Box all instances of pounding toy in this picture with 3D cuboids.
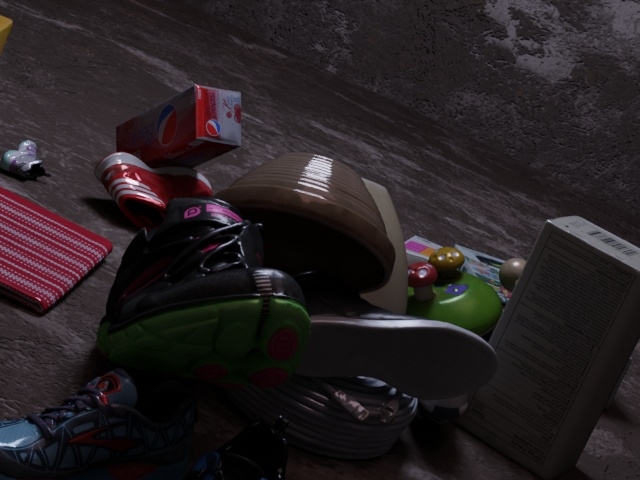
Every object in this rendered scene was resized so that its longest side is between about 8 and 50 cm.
[{"bbox_3d":[0.199,0.065,2.159,0.237,0.110,0.183,-9,24,6],"label":"pounding toy"}]

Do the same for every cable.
[{"bbox_3d":[-0.004,0.169,1.804,0.257,0.089,0.257,28,17,18],"label":"cable"}]

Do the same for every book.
[{"bbox_3d":[0.187,0.028,2.570,0.096,0.035,0.144,24,16,14],"label":"book"}]

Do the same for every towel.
[{"bbox_3d":[-0.396,0.008,1.895,0.199,0.031,0.275,26,19,2],"label":"towel"}]

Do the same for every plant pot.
[{"bbox_3d":[-0.017,-0.031,1.766,0.237,0.109,0.237,14,-23,6],"label":"plant pot"},{"bbox_3d":[0.000,0.000,2.004,0.284,0.191,0.284,16,-2,1],"label":"plant pot"}]

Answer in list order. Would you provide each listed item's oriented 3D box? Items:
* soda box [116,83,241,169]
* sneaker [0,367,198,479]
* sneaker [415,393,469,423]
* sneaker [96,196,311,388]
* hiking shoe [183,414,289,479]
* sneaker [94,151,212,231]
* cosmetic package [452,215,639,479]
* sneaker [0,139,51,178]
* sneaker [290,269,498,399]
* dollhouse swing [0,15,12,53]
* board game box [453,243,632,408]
[{"bbox_3d":[-0.226,-0.164,2.291,0.083,0.092,0.263,7,-15,-35],"label":"soda box"},{"bbox_3d":[-0.233,0.175,1.430,0.262,0.125,0.104,5,24,-46],"label":"sneaker"},{"bbox_3d":[0.146,0.193,1.931,0.094,0.091,0.258,11,-4,2],"label":"sneaker"},{"bbox_3d":[-0.140,0.047,1.579,0.185,0.202,0.483,13,-5,-21],"label":"sneaker"},{"bbox_3d":[-0.110,0.255,1.331,0.113,0.132,0.304,24,17,5],"label":"hiking shoe"},{"bbox_3d":[-0.239,-0.052,2.239,0.221,0.087,0.128,10,40,-44],"label":"sneaker"},{"bbox_3d":[0.317,0.139,1.925,0.160,0.309,0.113,32,20,24],"label":"cosmetic package"},{"bbox_3d":[-0.434,-0.115,2.212,0.069,0.038,0.098,26,27,5],"label":"sneaker"},{"bbox_3d":[0.067,0.104,1.749,0.296,0.104,0.147,10,25,-24],"label":"sneaker"},{"bbox_3d":[-0.652,-0.237,1.921,0.347,0.315,0.305,24,6,2],"label":"dollhouse swing"},{"bbox_3d":[0.332,0.133,2.327,0.224,0.097,0.303,17,19,-17],"label":"board game box"}]
